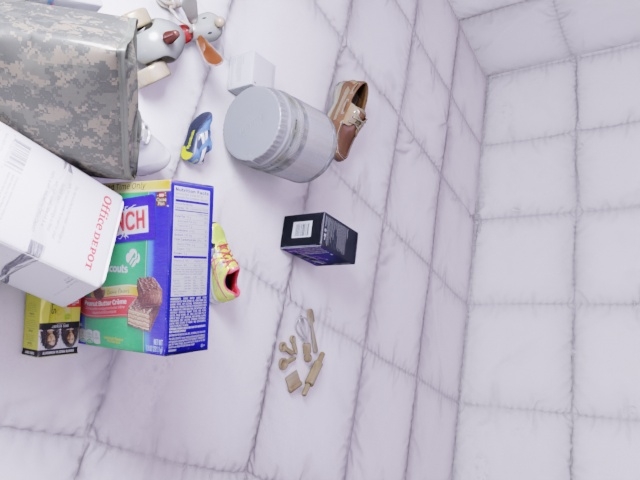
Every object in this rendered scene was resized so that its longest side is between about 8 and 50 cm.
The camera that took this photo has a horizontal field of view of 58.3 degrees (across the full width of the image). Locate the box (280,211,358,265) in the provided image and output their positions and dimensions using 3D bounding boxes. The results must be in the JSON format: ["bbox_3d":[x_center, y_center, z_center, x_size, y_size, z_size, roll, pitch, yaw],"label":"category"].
[{"bbox_3d":[0.000,0.000,1.754,0.207,0.153,0.108,29,63,-51],"label":"box"}]

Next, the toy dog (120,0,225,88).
[{"bbox_3d":[-0.319,-0.486,1.329,0.220,0.161,0.334,55,44,-38],"label":"toy dog"}]

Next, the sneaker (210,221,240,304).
[{"bbox_3d":[-0.240,0.055,1.439,0.081,0.094,0.209,-15,97,-54],"label":"sneaker"}]

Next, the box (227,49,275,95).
[{"bbox_3d":[-0.189,-0.450,1.586,0.102,0.087,0.101,19,70,-54],"label":"box"}]

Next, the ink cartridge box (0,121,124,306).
[{"bbox_3d":[-0.487,-0.044,0.931,0.283,0.117,0.207,37,39,-39],"label":"ink cartridge box"}]

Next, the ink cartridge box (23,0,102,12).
[{"bbox_3d":[-0.534,-0.491,1.048,0.212,0.093,0.154,-20,89,-57],"label":"ink cartridge box"}]

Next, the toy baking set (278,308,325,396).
[{"bbox_3d":[-0.046,0.340,1.751,0.256,0.030,0.197,-56,131,-43],"label":"toy baking set"}]

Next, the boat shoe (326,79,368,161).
[{"bbox_3d":[0.098,-0.426,1.986,0.123,0.116,0.324,34,59,-49],"label":"boat shoe"}]

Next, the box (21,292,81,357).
[{"bbox_3d":[-0.496,0.096,1.070,0.087,0.058,0.232,9,83,-55],"label":"box"}]

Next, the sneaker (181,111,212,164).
[{"bbox_3d":[-0.299,-0.253,1.431,0.059,0.053,0.144,37,65,-48],"label":"sneaker"}]

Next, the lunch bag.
[{"bbox_3d":[-0.435,-0.238,0.983,0.169,0.235,0.287,-100,-162,-49],"label":"lunch bag"}]

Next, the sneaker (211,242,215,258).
[{"bbox_3d":[-0.283,0.060,1.270,0.099,0.262,0.121,-3,98,-12],"label":"sneaker"}]

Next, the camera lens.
[{"bbox_3d":[-0.102,-0.285,1.576,0.274,0.219,0.219,12,76,-55],"label":"camera lens"}]

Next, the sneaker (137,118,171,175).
[{"bbox_3d":[-0.411,-0.229,1.174,0.297,0.129,0.111,32,40,-53],"label":"sneaker"}]

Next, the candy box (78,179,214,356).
[{"bbox_3d":[-0.347,0.047,1.109,0.122,0.268,0.317,6,85,-58],"label":"candy box"}]
